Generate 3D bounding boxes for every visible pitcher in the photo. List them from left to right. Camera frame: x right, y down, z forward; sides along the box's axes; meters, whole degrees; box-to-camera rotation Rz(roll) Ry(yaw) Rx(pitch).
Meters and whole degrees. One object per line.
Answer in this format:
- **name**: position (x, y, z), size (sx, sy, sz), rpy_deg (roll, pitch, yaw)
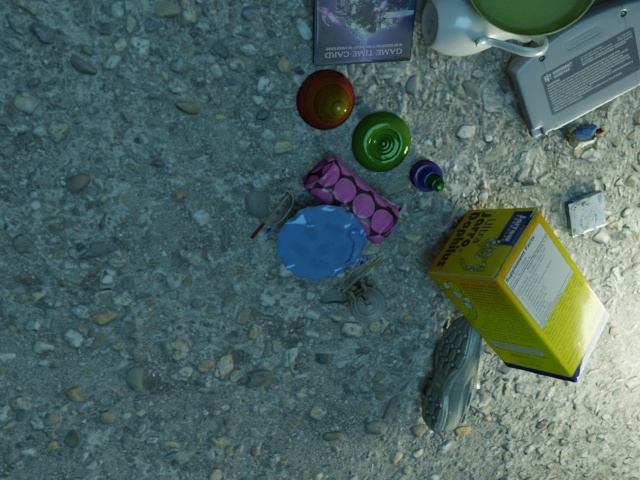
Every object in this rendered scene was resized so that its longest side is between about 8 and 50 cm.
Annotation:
- **pitcher**: position (0.310, -0.402, 1.097), size (0.207, 0.178, 0.125), rpy_deg (-7, 141, -11)

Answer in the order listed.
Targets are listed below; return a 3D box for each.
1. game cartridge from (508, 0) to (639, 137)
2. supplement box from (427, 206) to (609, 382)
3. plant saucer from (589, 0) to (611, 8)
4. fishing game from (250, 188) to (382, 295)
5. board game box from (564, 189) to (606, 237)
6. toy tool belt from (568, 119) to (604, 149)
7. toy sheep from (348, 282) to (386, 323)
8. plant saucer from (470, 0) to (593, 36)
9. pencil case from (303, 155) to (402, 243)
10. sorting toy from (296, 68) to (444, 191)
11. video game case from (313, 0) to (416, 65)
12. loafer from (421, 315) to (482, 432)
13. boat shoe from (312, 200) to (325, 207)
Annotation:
- **game cartridge**: position (0.545, -0.365, 1.202), size (0.297, 0.062, 0.198), rpy_deg (-28, 118, 6)
- **supplement box**: position (0.442, 0.118, 1.287), size (0.356, 0.195, 0.194), rpy_deg (48, 67, -24)
- **plant saucer**: position (0.595, -0.533, 1.179), size (0.198, 0.036, 0.198), rpy_deg (-5, 113, -11)
- **fishing game**: position (0.000, 0.000, 1.203), size (0.264, 0.041, 0.189), rpy_deg (31, 114, -24)
- **board game box**: position (0.630, -0.064, 1.383), size (0.090, 0.020, 0.090), rpy_deg (-19, 114, -4)
- **toy tool belt**: position (0.589, -0.240, 1.287), size (0.083, 0.052, 0.051), rpy_deg (-24, 123, -3)
- **toy sheep**: position (0.105, 0.143, 1.302), size (0.091, 0.132, 0.091), rpy_deg (-2, 80, 11)
- **plant saucer**: position (0.368, -0.475, 1.020), size (0.241, 0.037, 0.241), rpy_deg (0, 94, 4)
- **pencil case**: position (0.069, -0.089, 1.214), size (0.209, 0.095, 0.098), rpy_deg (36, 110, -21)
- **sorting toy**: position (0.119, -0.199, 1.162), size (0.365, 0.126, 0.127), rpy_deg (33, 101, -21)
- **video game case**: position (0.084, -0.461, 1.066), size (0.196, 0.026, 0.274), rpy_deg (-6, 129, -10)
- **loafer**: position (0.341, 0.330, 1.439), size (0.111, 0.112, 0.319), rpy_deg (3, 113, -27)
- **boat shoe**: position (-0.018, -0.014, 1.247), size (0.056, 0.048, 0.153), rpy_deg (27, 104, -20)
